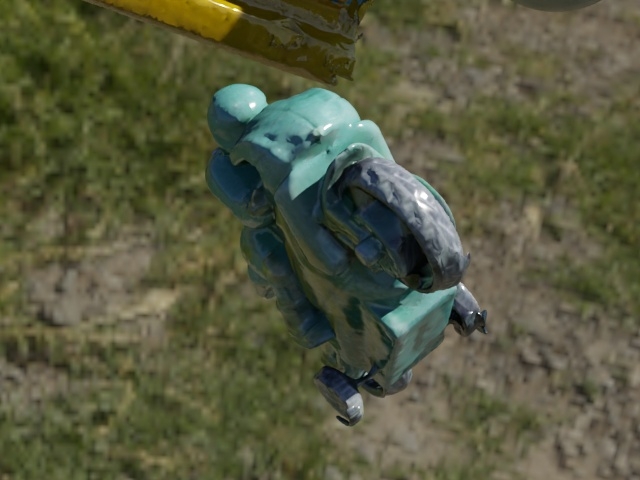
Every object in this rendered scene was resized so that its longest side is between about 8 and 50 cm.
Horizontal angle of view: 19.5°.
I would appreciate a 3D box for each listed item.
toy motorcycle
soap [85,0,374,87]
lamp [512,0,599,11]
[{"bbox_3d":[0.000,0.001,1.107,0.109,0.296,0.198,-38,72,-17],"label":"toy motorcycle"},{"bbox_3d":[-0.095,-0.255,1.325,0.324,0.204,0.096,19,17,-22],"label":"soap"},{"bbox_3d":[0.208,-0.334,1.818,0.198,0.198,0.244,-28,67,-36],"label":"lamp"}]
